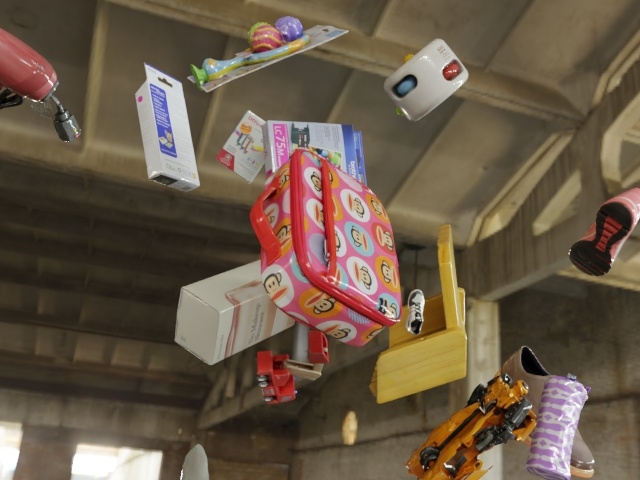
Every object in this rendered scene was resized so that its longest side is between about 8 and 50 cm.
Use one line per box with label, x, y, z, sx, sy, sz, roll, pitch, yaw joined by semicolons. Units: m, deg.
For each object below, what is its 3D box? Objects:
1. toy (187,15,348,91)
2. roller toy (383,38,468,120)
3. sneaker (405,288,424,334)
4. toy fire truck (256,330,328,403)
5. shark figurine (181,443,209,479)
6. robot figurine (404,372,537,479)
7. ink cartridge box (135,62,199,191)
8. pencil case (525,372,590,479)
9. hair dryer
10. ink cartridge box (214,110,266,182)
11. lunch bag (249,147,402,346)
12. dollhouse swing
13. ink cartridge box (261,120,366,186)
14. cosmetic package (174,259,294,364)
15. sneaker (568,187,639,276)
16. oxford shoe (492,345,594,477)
toy;-0.092;-0.304;1.082;0.237;0.137;0.056;-29;-61;-10
roller toy;0.267;-0.416;1.788;0.209;0.146;0.191;-39;6;6
sneaker;0.174;0.130;1.254;0.032;0.083;0.037;-1;17;-10
toy fire truck;-0.049;0.238;1.287;0.135;0.047;0.192;-6;-38;1
shark figurine;-0.174;0.511;1.267;0.278;0.166;0.116;36;-33;12
robot figurine;0.288;0.376;1.323;0.085;0.291;0.211;45;7;-7
ink cartridge box;-0.471;-0.342;2.132;0.069;0.370;0.176;-18;-17;25
pencil case;0.467;0.369;1.375;0.088;0.206;0.086;19;-21;8
hair dryer;-0.560;-0.269;1.205;0.224;0.080;0.293;4;-38;3
ink cartridge box;-0.213;-0.279;2.077;0.128;0.176;0.127;33;0;-11
lunch bag;0.000;0.000;1.094;0.258;0.293;0.120;31;-54;-32
dollhouse swing;0.231;0.168;1.762;0.315;0.305;0.347;-21;9;16
ink cartridge box;-0.003;-0.229;1.926;0.311;0.185;0.065;-1;-10;-28
cosmetic package;-0.188;0.160;1.664;0.129;0.153;0.296;28;29;30
sneaker;0.775;-0.019;1.853;0.116;0.136;0.314;43;-29;21
oxford shoe;0.528;0.392;1.639;0.130;0.363;0.132;11;-64;-26
